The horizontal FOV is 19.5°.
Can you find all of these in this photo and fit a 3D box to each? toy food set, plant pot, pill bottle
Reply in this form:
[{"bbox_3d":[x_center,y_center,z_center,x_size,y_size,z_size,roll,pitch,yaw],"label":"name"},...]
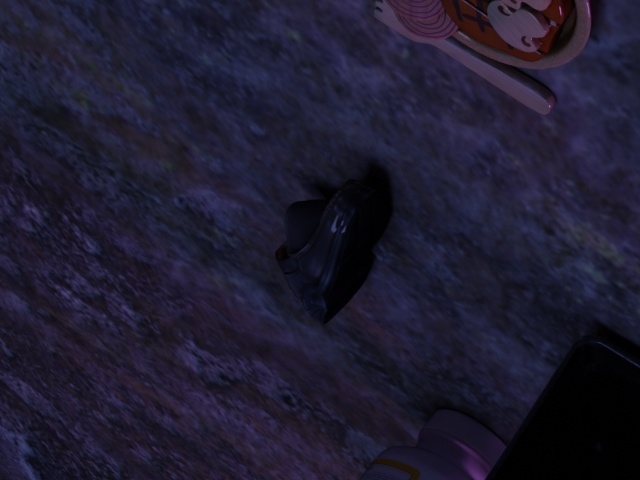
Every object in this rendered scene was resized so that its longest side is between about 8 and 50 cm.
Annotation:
[{"bbox_3d":[0.070,-0.126,0.900,0.132,0.038,0.192,33,156,15],"label":"toy food set"},{"bbox_3d":[0.193,0.202,1.139,0.187,0.188,0.167,31,166,19],"label":"plant pot"},{"bbox_3d":[0.060,0.213,1.329,0.103,0.184,0.103,32,155,17],"label":"pill bottle"}]

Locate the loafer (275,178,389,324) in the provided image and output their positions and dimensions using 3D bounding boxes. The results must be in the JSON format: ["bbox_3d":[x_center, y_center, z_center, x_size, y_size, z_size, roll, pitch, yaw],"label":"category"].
[{"bbox_3d":[0.000,0.000,1.202,0.061,0.062,0.170,41,156,9],"label":"loafer"}]
